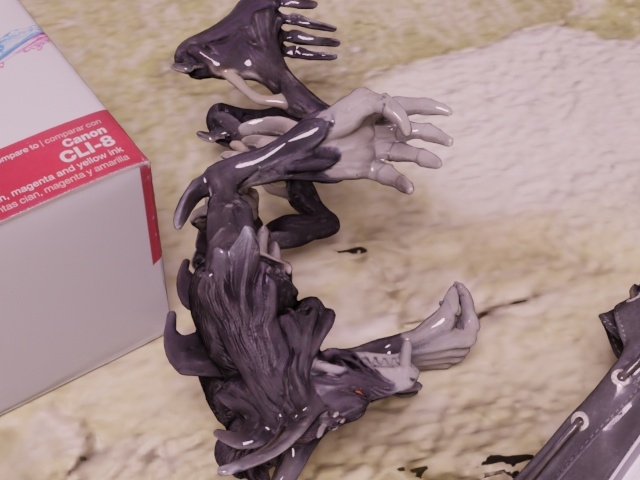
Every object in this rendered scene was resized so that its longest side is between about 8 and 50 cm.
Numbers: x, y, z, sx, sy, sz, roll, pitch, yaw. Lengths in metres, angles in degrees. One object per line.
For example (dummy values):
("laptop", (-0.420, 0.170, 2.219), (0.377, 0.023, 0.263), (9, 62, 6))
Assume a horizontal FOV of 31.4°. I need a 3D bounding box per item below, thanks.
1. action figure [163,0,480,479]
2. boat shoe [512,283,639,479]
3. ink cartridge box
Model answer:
("action figure", (0.000, 0.000, 0.515), (0.141, 0.164, 0.275), (-7, 45, 0))
("boat shoe", (0.151, 0.056, 0.497), (0.076, 0.080, 0.228), (30, 80, 33))
("ink cartridge box", (-0.172, -0.025, 0.549), (0.127, 0.128, 0.176), (-27, 56, -22))
